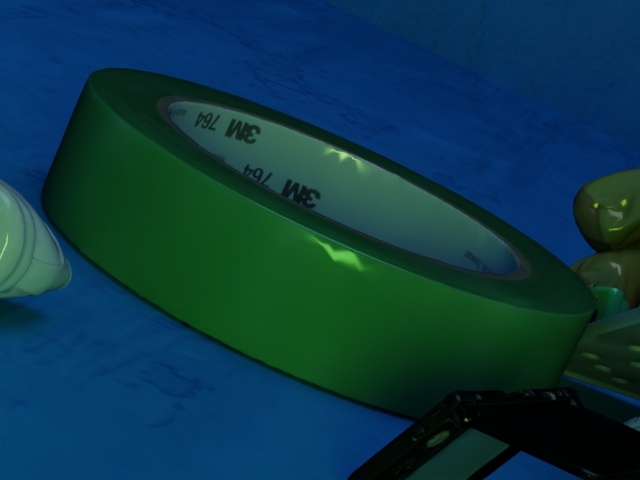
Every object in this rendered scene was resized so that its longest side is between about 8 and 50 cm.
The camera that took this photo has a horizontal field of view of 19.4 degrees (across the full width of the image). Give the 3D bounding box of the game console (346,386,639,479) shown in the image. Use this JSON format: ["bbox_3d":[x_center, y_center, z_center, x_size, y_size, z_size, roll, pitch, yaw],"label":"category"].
[{"bbox_3d":[0.091,0.104,0.828,0.122,0.107,0.071,7,47,-57],"label":"game console"}]

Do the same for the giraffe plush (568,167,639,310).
[{"bbox_3d":[0.278,0.025,1.387,0.181,0.210,0.170,26,-17,21],"label":"giraffe plush"}]

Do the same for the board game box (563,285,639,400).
[{"bbox_3d":[0.365,0.080,1.062,0.390,0.050,0.390,19,-15,-12],"label":"board game box"}]

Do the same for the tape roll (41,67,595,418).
[{"bbox_3d":[0.000,0.000,1.093,0.321,0.077,0.321,24,12,-5],"label":"tape roll"}]

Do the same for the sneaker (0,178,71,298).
[{"bbox_3d":[-0.205,-0.033,0.876,0.212,0.080,0.094,37,4,21],"label":"sneaker"}]

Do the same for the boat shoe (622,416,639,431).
[{"bbox_3d":[0.259,0.143,0.969,0.226,0.083,0.076,27,13,14],"label":"boat shoe"}]
